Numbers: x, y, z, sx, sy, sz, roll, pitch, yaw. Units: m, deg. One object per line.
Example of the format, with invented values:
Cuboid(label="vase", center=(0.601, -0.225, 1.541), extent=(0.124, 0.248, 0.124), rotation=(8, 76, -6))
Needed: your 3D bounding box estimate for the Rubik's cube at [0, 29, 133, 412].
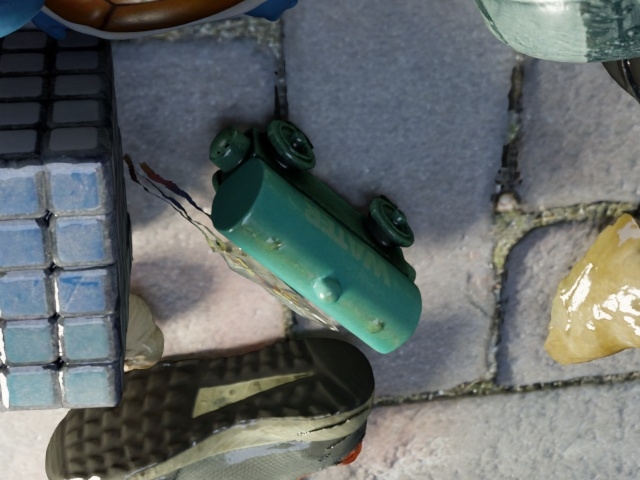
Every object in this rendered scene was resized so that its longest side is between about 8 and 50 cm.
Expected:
Cuboid(label="Rubik's cube", center=(-0.276, -0.020, 0.983), extent=(0.237, 0.238, 0.237), rotation=(-4, 124, -6))

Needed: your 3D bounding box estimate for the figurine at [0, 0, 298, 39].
Cuboid(label="figurine", center=(-0.124, -0.258, 0.881), extent=(0.416, 0.243, 0.298), rotation=(-23, 118, -18))

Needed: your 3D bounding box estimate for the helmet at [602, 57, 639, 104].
Cuboid(label="helmet", center=(0.375, -0.164, 1.029), extent=(0.278, 0.160, 0.231), rotation=(12, 125, -10))

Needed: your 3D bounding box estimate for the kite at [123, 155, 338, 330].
Cuboid(label="kite", center=(-0.084, 0.007, 1.118), extent=(0.245, 0.141, 0.015), rotation=(43, 76, -22))

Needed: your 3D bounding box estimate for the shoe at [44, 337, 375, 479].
Cuboid(label="shoe", center=(-0.104, 0.213, 1.256), extent=(0.336, 0.132, 0.171), rotation=(-13, 135, -4))

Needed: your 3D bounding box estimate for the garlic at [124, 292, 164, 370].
Cuboid(label="garlic", center=(-0.201, 0.082, 1.167), extent=(0.113, 0.094, 0.074), rotation=(21, 79, -16))

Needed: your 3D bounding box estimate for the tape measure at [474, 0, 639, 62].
Cuboid(label="tape measure", center=(0.233, -0.244, 0.891), extent=(0.275, 0.256, 0.147), rotation=(2, 128, 35))

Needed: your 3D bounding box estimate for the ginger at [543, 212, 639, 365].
Cuboid(label="ginger", center=(0.315, 0.082, 1.234), extent=(0.115, 0.123, 0.193), rotation=(2, 133, -35))

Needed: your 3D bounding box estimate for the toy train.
Cuboid(label="toy train", center=(0.000, 0.000, 1.095), extent=(0.101, 0.159, 0.248), rotation=(-39, 123, 23))
